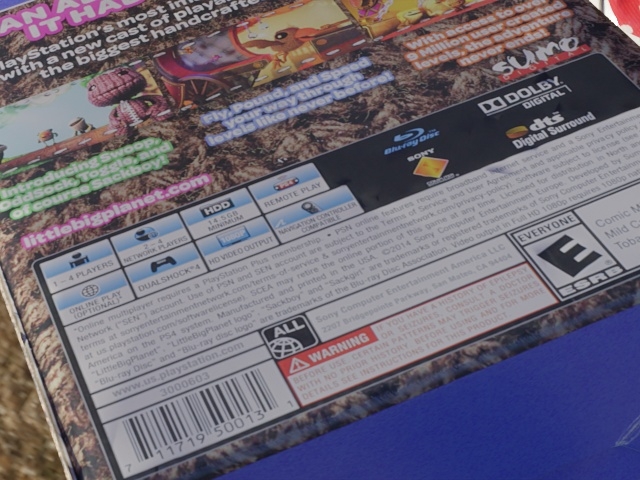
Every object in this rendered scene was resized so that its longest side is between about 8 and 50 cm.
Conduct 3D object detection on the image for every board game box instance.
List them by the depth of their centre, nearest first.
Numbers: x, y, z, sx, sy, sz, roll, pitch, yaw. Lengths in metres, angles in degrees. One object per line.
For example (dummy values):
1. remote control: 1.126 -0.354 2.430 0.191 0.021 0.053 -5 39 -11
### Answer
1. board game box: 0.000 0.000 0.553 0.232 0.141 0.291 -21 42 -10

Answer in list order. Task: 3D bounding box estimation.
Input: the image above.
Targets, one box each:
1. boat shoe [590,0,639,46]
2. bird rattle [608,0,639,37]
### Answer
1. boat shoe: 0.233 -0.156 1.069 0.098 0.096 0.277 -17 97 -33
2. bird rattle: 0.272 -0.180 0.872 0.207 0.143 0.253 56 135 10
